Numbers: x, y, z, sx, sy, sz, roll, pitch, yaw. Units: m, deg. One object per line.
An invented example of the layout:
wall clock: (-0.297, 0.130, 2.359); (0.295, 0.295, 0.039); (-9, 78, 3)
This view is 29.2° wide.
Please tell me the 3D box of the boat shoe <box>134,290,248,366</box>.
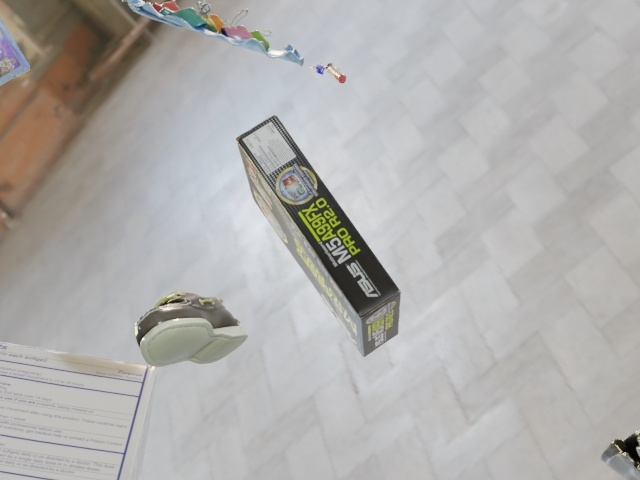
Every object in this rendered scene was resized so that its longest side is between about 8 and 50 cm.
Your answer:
boat shoe: (-0.159, 0.097, 1.415); (0.081, 0.068, 0.228); (-37, -16, 10)

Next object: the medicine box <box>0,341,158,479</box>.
medicine box: (-0.340, 0.254, 1.401); (0.289, 0.264, 0.149); (-88, 9, -64)

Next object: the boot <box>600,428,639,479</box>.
boot: (0.355, 0.284, 1.198); (0.118, 0.222, 0.338); (-31, -15, -25)

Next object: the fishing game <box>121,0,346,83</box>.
fishing game: (-0.098, -0.210, 1.174); (0.189, 0.264, 0.041); (-109, 39, -78)

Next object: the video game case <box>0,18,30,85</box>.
video game case: (-0.517, -0.256, 1.435); (0.244, 0.269, 0.061); (-33, 27, -11)

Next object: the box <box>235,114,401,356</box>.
box: (0.000, 0.000, 1.521); (0.060, 0.270, 0.216); (-33, -15, -8)
